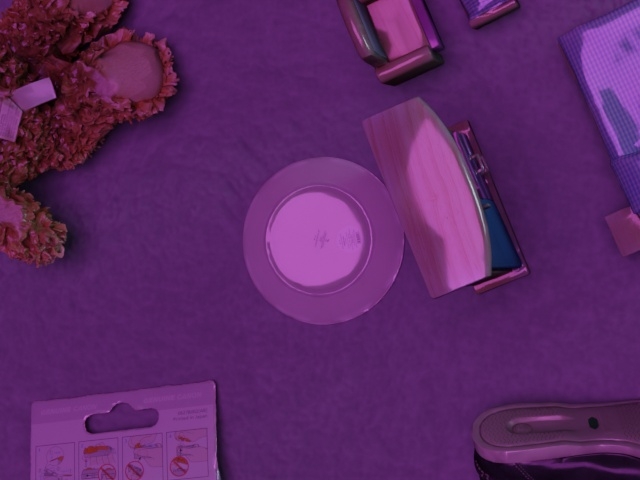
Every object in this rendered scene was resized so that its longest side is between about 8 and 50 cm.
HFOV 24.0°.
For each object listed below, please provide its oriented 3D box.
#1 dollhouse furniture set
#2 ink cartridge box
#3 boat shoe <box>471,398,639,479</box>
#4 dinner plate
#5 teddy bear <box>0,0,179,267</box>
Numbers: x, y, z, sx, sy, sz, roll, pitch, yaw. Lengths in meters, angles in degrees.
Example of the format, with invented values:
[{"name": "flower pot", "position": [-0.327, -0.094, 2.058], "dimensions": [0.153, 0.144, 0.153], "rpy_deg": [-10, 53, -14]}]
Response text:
[{"name": "dollhouse furniture set", "position": [0.195, -0.121, 1.114], "dimensions": [0.303, 0.198, 0.286], "rpy_deg": [-23, 83, 13]}, {"name": "ink cartridge box", "position": [-0.162, 0.243, 1.291], "dimensions": [0.181, 0.056, 0.225], "rpy_deg": [-8, 68, 15]}, {"name": "boat shoe", "position": [0.236, 0.172, 1.169], "dimensions": [0.233, 0.084, 0.079], "rpy_deg": [-2, 116, 10]}, {"name": "dinner plate", "position": [0.000, 0.000, 1.259], "dimensions": [0.141, 0.017, 0.141], "rpy_deg": [0, 89, 14]}, {"name": "teddy bear", "position": [-0.281, -0.099, 1.302], "dimensions": [0.245, 0.113, 0.338], "rpy_deg": [37, 91, 6]}]
